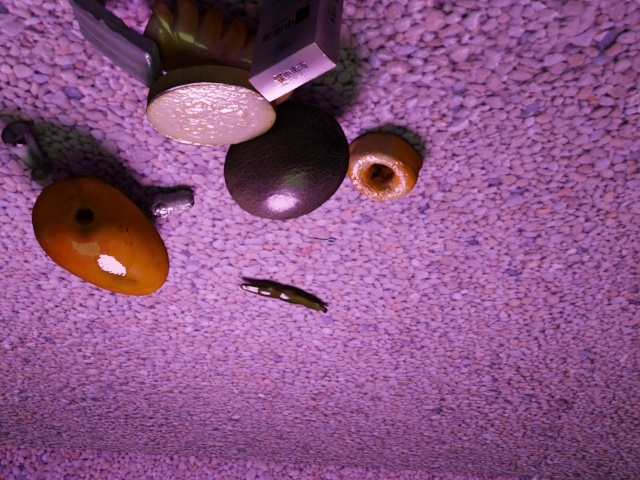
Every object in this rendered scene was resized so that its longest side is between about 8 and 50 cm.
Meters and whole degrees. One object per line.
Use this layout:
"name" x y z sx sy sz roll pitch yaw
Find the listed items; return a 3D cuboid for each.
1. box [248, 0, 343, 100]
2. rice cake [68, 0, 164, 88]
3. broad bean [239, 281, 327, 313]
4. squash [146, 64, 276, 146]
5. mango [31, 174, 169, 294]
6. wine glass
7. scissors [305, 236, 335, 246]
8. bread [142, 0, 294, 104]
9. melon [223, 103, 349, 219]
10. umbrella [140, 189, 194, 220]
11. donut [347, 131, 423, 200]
"box" -0.039 -0.377 1.420 0.155 0.243 0.067 -22 135 33
"rice cake" -0.389 -0.382 1.516 0.237 0.043 0.127 36 155 22
"broad bean" -0.101 0.163 2.369 0.297 0.043 0.060 18 153 -20
"squash" -0.214 -0.258 1.543 0.252 0.049 0.252 -3 161 -1
"mango" -0.536 0.004 2.009 0.300 0.232 0.446 26 165 26
"wine glass" -0.684 -0.206 1.884 0.072 0.072 0.155 -3 145 10
"scissors" 0.000 0.000 2.157 0.083 0.006 0.036 10 142 -8
"bread" -0.189 -0.365 1.555 0.311 0.121 0.173 19 152 -19
"melon" -0.078 -0.164 1.731 0.237 0.238 0.301 32 142 -33
"umbrella" -0.387 -0.092 2.022 0.143 0.062 0.067 -15 106 11
"donut" 0.146 -0.163 1.851 0.174 0.075 0.190 -11 142 21
